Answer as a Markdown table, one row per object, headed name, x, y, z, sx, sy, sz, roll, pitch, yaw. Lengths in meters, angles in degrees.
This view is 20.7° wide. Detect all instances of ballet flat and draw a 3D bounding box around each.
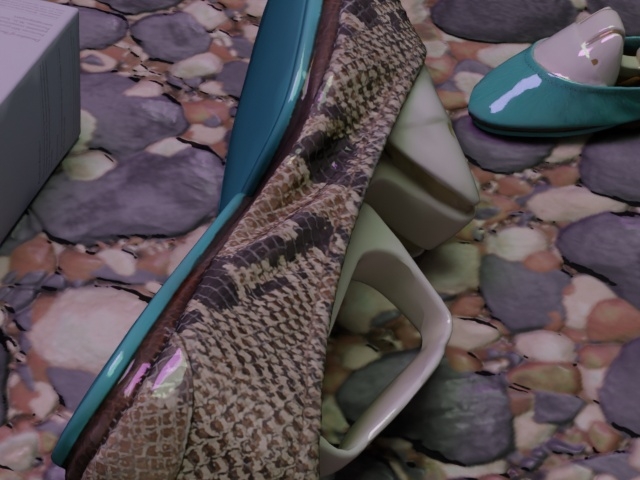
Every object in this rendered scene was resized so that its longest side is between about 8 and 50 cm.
| name | x | y | z | sx | sy | sz | roll | pitch | yaw |
| --- | --- | --- | --- | --- | --- | --- | --- | --- | --- |
| ballet flat | 0.226 | -0.128 | 1.251 | 0.247 | 0.087 | 0.083 | -3 | 39 | -10 |
| ballet flat | 0.000 | 0.000 | 1.034 | 0.182 | 0.164 | 0.483 | 27 | 44 | -7 |

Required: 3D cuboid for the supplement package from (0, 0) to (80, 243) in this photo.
| name | x | y | z | sx | sy | sz | roll | pitch | yaw |
| --- | --- | --- | --- | --- | --- | --- | --- | --- | --- |
| supplement package | -0.234 | -0.073 | 1.111 | 0.105 | 0.105 | 0.179 | 14 | 38 | 10 |
